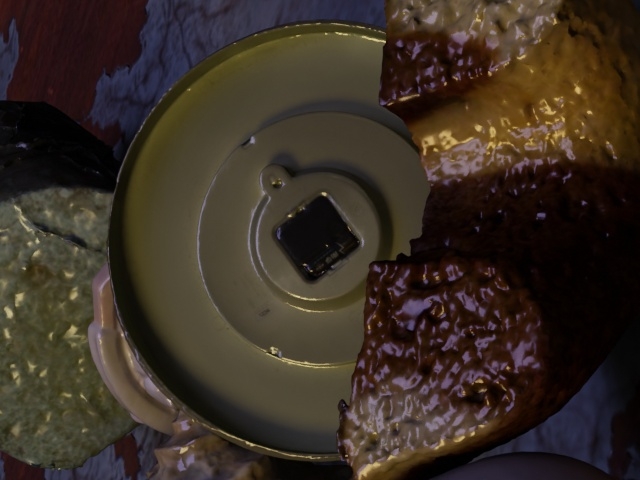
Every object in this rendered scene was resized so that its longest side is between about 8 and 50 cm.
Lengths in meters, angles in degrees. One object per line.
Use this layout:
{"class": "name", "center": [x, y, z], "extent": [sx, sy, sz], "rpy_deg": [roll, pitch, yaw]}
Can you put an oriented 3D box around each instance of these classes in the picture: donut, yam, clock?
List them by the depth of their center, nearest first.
{"class": "donut", "center": [0.105, -0.012, 0.914], "extent": [0.112, 0.151, 0.295], "rpy_deg": [-12, 62, 45]}
{"class": "clock", "center": [0.000, 0.000, 1.028], "extent": [0.029, 0.235, 0.235], "rpy_deg": [31, -115, -79]}
{"class": "yam", "center": [-0.197, 0.010, 1.347], "extent": [0.202, 0.201, 0.271], "rpy_deg": [-37, 21, -2]}

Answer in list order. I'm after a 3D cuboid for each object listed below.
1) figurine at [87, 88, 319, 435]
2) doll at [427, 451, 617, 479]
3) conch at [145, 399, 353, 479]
{"class": "figurine", "center": [-0.041, 0.020, 1.131], "extent": [0.236, 0.162, 0.141], "rpy_deg": [-55, 31, 6]}
{"class": "doll", "center": [0.096, 0.217, 0.830], "extent": [0.251, 0.221, 0.221], "rpy_deg": [-40, 40, 2]}
{"class": "conch", "center": [-0.096, 0.258, 1.107], "extent": [0.297, 0.210, 0.352], "rpy_deg": [20, 99, 63]}
